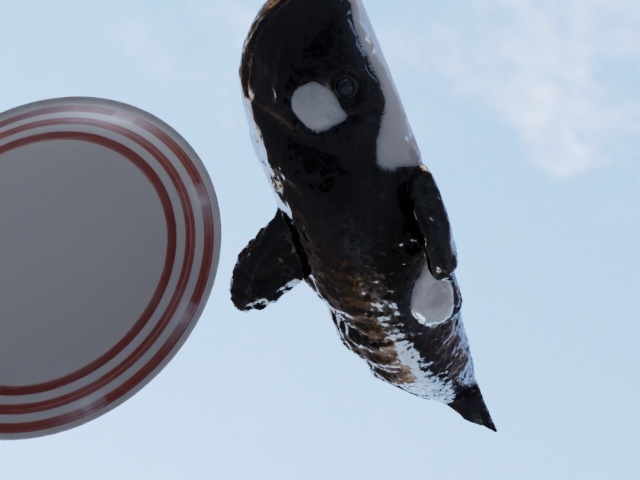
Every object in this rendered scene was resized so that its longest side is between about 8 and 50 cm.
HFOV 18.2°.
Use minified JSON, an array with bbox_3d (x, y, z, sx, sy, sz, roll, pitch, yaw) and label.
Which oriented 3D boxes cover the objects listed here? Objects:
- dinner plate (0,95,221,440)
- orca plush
[{"bbox_3d":[-0.102,0.010,0.738,0.141,0.141,0.017,-61,-142,10],"label":"dinner plate"},{"bbox_3d":[0.000,0.000,0.956,0.102,0.287,0.151,-23,-122,-3],"label":"orca plush"}]
